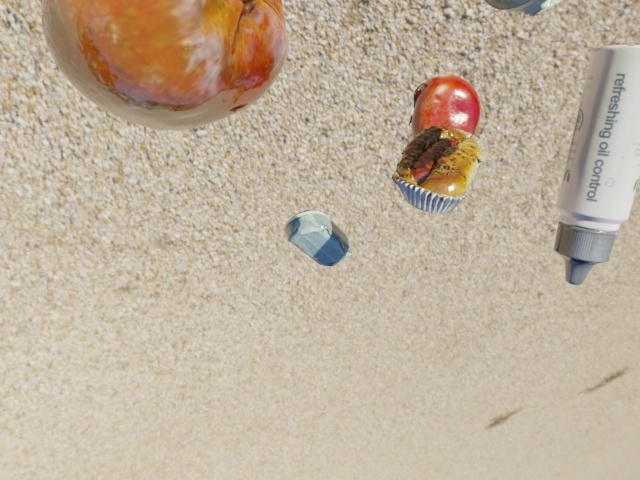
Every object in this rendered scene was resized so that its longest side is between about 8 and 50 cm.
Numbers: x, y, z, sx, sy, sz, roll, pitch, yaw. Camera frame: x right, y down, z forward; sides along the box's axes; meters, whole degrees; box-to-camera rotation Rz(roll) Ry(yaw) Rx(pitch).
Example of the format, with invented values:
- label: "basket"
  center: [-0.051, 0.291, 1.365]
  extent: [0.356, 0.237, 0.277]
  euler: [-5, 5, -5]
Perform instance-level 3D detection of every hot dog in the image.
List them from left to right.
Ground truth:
- label: "hot dog"
  center: [0.152, -0.099, 0.629]
  extent: [0.192, 0.099, 0.053]
  euler: [-52, 156, -46]

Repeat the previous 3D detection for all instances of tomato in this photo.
- label: "tomato"
  center: [0.277, -0.276, 1.123]
  extent: [0.151, 0.187, 0.187]
  euler: [4, 145, 14]

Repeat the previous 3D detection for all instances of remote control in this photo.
- label: "remote control"
  center: [0.000, 0.000, 1.179]
  extent: [0.104, 0.052, 0.247]
  euler: [-25, 151, 15]

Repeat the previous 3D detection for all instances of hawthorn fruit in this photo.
- label: "hawthorn fruit"
  center: [-0.176, -0.257, 0.596]
  extent: [0.284, 0.284, 0.284]
  euler: [-15, 142, -12]

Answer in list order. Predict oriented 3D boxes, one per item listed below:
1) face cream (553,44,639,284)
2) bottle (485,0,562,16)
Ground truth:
- label: "face cream"
  center: [0.372, -0.089, 0.668]
  extent: [0.092, 0.092, 0.311]
  euler: [-1, 107, -27]
- label: "bottle"
  center: [0.417, -0.560, 0.927]
  extent: [0.351, 0.229, 0.229]
  euler: [-48, 153, -30]
